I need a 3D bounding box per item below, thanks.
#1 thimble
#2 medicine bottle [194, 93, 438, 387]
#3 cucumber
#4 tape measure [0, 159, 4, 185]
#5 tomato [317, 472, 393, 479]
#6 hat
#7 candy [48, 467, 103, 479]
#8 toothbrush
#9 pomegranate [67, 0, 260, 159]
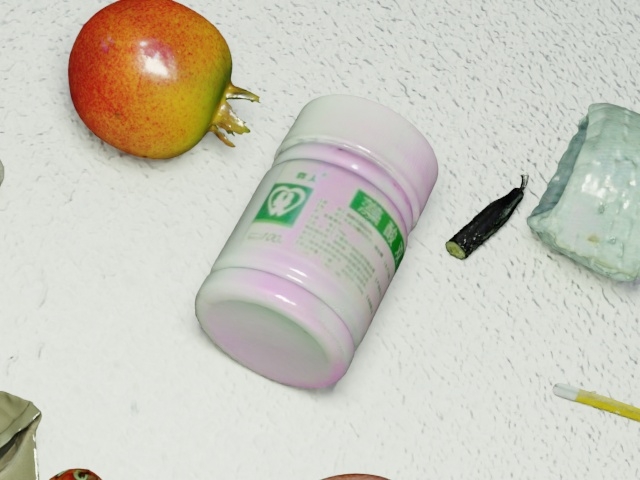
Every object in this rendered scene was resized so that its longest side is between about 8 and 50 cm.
[{"bbox_3d":[0.389,-0.067,1.962,0.172,0.205,0.250,26,53,3],"label":"thimble"},{"bbox_3d":[0.000,0.000,1.842,0.212,0.212,0.325,26,58,3],"label":"medicine bottle"},{"bbox_3d":[0.234,-0.033,2.012,0.163,0.043,0.039,-38,32,-30],"label":"cucumber"},{"bbox_3d":[-0.524,-0.108,1.769,0.258,0.130,0.265,33,16,-2],"label":"tape measure"},{"bbox_3d":[0.041,0.401,1.615,0.270,0.227,0.270,-6,45,6],"label":"tomato"},{"bbox_3d":[-0.406,0.273,1.697,0.166,0.144,0.173,-4,106,-16],"label":"hat"},{"bbox_3d":[-0.289,0.396,1.642,0.078,0.084,0.288,25,62,-37],"label":"candy"},{"bbox_3d":[0.441,0.234,1.912,0.288,0.021,0.024,19,48,-1],"label":"toothbrush"},{"bbox_3d":[-0.203,-0.203,1.910,0.256,0.221,0.221,23,59,-1],"label":"pomegranate"}]
